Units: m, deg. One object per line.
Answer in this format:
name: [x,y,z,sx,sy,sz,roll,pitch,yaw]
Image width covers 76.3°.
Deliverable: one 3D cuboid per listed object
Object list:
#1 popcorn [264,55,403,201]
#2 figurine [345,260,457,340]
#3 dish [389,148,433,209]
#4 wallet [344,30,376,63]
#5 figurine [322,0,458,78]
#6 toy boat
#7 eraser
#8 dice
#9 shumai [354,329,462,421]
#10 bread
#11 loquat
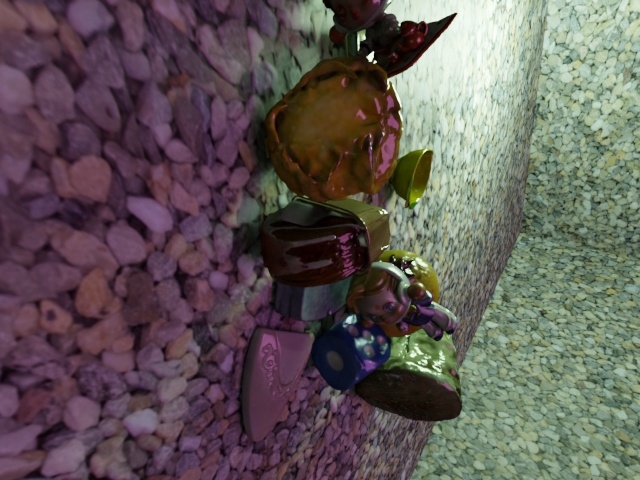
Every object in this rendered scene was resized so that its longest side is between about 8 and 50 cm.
popcorn: [0.028,-0.178,0.701,0.190,0.250,0.250,-90,-169,-79]
figurine: [0.188,0.137,0.922,0.194,0.274,0.133,107,-5,-51]
dish: [0.249,-0.182,1.152,0.208,0.080,0.149,-59,148,-23]
wallet: [0.108,-0.405,0.877,0.155,0.039,0.110,-38,131,-42]
figurine: [0.081,-0.413,0.699,0.160,0.183,0.226,-49,115,-15]
toy boat: [0.011,0.098,0.929,0.282,0.078,0.127,-12,111,-52]
eraser: [-0.096,0.313,0.880,0.204,0.059,0.244,24,80,-57]
dice: [0.074,0.271,0.999,0.146,0.143,0.146,-19,157,-52]
shumai: [0.306,0.391,1.334,0.398,0.323,0.324,71,32,-49]
bread: [0.000,0.000,0.741,0.211,0.224,0.143,-28,121,-29]
loquat: [0.201,0.137,1.093,0.243,0.243,0.244,-29,128,-47]
